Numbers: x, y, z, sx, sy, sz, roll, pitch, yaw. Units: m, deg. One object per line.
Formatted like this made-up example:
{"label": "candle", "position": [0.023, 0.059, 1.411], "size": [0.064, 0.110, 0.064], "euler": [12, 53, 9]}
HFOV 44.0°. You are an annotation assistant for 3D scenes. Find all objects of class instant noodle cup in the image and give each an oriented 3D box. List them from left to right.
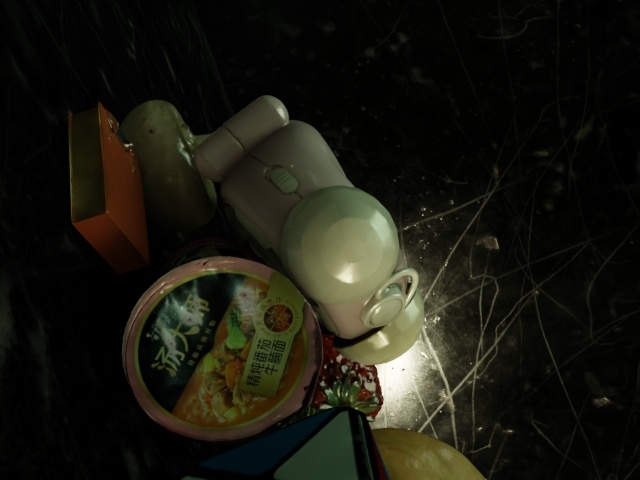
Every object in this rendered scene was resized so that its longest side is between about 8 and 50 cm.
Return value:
{"label": "instant noodle cup", "position": [-0.131, 0.102, 1.029], "size": [0.255, 0.244, 0.244], "euler": [-125, -167, -72]}

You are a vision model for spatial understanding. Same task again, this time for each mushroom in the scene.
{"label": "mushroom", "position": [-0.196, -0.123, 1.207], "size": [0.207, 0.215, 0.207], "euler": [162, -90, -86]}

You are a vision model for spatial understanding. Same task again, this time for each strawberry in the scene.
{"label": "strawberry", "position": [0.006, 0.323, 1.878], "size": [0.288, 0.238, 0.250], "euler": [-125, -165, -58]}

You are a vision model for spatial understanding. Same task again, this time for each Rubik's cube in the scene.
{"label": "Rubik's cube", "position": [-0.021, 0.359, 0.848], "size": [0.246, 0.250, 0.248], "euler": [-98, 166, -79]}

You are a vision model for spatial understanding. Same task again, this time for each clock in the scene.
{"label": "clock", "position": [0.000, 0.000, 1.101], "size": [0.326, 0.184, 0.342], "euler": [51, -1, 35]}

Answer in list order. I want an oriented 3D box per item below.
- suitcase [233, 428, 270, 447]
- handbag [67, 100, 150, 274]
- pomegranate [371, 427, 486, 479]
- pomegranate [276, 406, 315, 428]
{"label": "suitcase", "position": [-0.162, 0.178, 1.271], "size": [0.206, 0.066, 0.285], "euler": [65, 5, -60]}
{"label": "handbag", "position": [-0.270, -0.069, 1.010], "size": [0.127, 0.062, 0.190], "euler": [65, 9, -56]}
{"label": "pomegranate", "position": [0.113, 0.492, 1.152], "size": [0.411, 0.411, 0.411], "euler": [-20, 90, -87]}
{"label": "pomegranate", "position": [-0.004, 0.441, 1.682], "size": [0.220, 0.156, 0.156], "euler": [50, 15, -42]}
